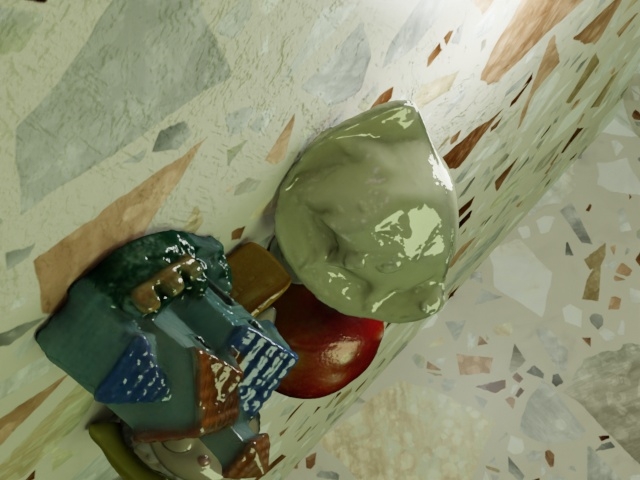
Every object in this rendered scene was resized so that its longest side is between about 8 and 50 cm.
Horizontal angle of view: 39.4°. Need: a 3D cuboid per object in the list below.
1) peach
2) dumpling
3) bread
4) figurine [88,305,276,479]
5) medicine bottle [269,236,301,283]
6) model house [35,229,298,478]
[{"bbox_3d":[0.007,0.171,1.717,0.274,0.249,0.245,-9,171,-36],"label":"peach"},{"bbox_3d":[0.079,-0.032,1.527,0.315,0.395,0.233,-14,-157,0],"label":"dumpling"},{"bbox_3d":[-0.147,0.097,1.492,0.200,0.116,0.077,-42,164,-22],"label":"bread"},{"bbox_3d":[-0.174,0.289,1.610,0.378,0.266,0.361,-49,169,1],"label":"figurine"},{"bbox_3d":[0.000,0.000,1.669,0.186,0.103,0.103,-32,156,-43],"label":"medicine bottle"},{"bbox_3d":[-0.171,0.181,1.263,0.252,0.329,0.295,-47,165,6],"label":"model house"}]
